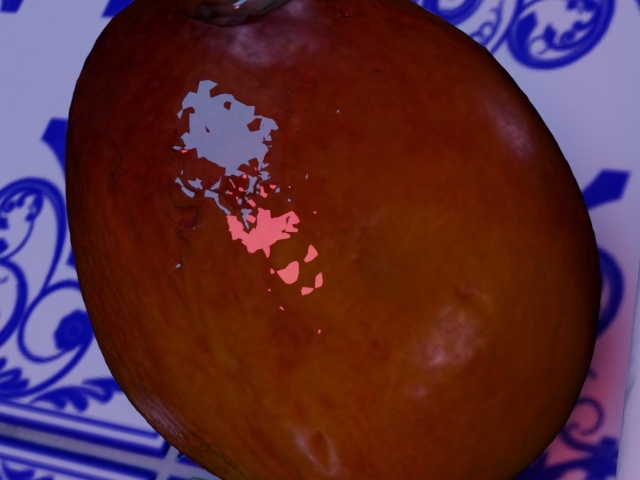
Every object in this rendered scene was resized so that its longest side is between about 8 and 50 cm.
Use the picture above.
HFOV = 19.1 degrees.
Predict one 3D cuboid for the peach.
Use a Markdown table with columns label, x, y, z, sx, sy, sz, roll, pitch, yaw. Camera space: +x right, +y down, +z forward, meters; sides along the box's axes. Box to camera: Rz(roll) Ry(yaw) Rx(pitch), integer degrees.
| label | x | y | z | sx | sy | sz | roll | pitch | yaw |
| --- | --- | --- | --- | --- | --- | --- | --- | --- | --- |
| peach | 0.000 | 0.000 | 0.887 | 0.238 | 0.281 | 0.281 | -21 | 51 | 19 |

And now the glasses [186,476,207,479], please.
| label | x | y | z | sx | sy | sz | roll | pitch | yaw |
| --- | --- | --- | --- | --- | --- | --- | --- | --- | --- |
| glasses | -0.154 | 0.195 | 0.942 | 0.239 | 0.207 | 0.102 | -59 | 12 | -16 |

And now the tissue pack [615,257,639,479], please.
| label | x | y | z | sx | sy | sz | roll | pitch | yaw |
| --- | --- | --- | --- | --- | --- | --- | --- | --- | --- |
| tissue pack | 0.273 | 0.017 | 0.748 | 0.266 | 0.194 | 0.357 | -5 | 58 | 29 |
